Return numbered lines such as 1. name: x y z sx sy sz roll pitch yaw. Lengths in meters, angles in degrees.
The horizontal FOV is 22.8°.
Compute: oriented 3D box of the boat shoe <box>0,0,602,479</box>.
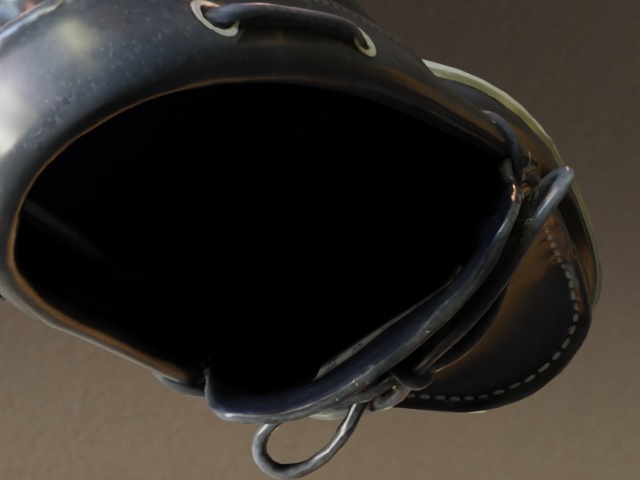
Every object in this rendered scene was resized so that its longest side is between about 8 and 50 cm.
1. boat shoe: 0.000 0.000 0.627 0.187 0.156 0.500 -40 -32 9
